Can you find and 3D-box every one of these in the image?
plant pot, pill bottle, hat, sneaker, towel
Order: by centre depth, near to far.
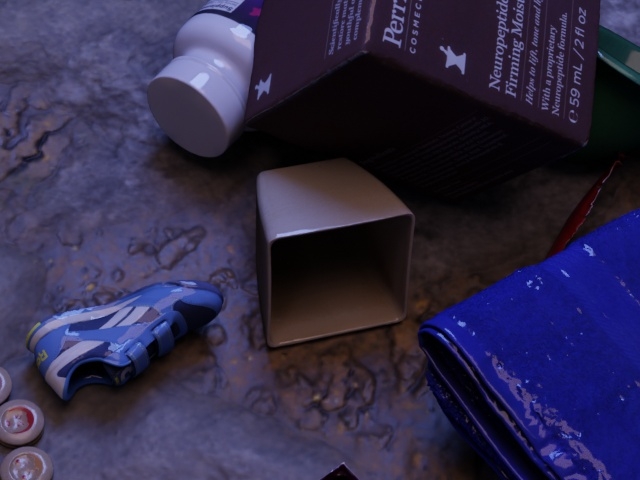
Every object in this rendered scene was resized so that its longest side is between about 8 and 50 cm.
[{"bbox_3d":[0.239,0.095,1.117,0.308,0.076,0.227,-26,66,-33],"label":"towel"},{"bbox_3d":[-0.135,0.072,1.118,0.144,0.053,0.059,-19,57,-10],"label":"sneaker"},{"bbox_3d":[0.000,0.000,1.160,0.109,0.109,0.096,-11,43,-14],"label":"plant pot"},{"bbox_3d":[-0.050,-0.156,1.260,0.108,0.108,0.193,31,57,16],"label":"pill bottle"},{"bbox_3d":[0.207,-0.073,1.285,0.173,0.183,0.208,39,20,23],"label":"hat"}]

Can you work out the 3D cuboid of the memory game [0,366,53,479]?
[{"bbox_3d":[-0.275,0.153,1.066,0.186,0.012,0.186,3,53,-4],"label":"memory game"}]

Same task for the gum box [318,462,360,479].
[{"bbox_3d":[0.050,0.244,0.978,0.062,0.107,0.188,-35,65,-27],"label":"gum box"}]

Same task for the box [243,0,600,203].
[{"bbox_3d":[0.078,-0.150,1.171,0.203,0.167,0.168,19,66,-28],"label":"box"}]
